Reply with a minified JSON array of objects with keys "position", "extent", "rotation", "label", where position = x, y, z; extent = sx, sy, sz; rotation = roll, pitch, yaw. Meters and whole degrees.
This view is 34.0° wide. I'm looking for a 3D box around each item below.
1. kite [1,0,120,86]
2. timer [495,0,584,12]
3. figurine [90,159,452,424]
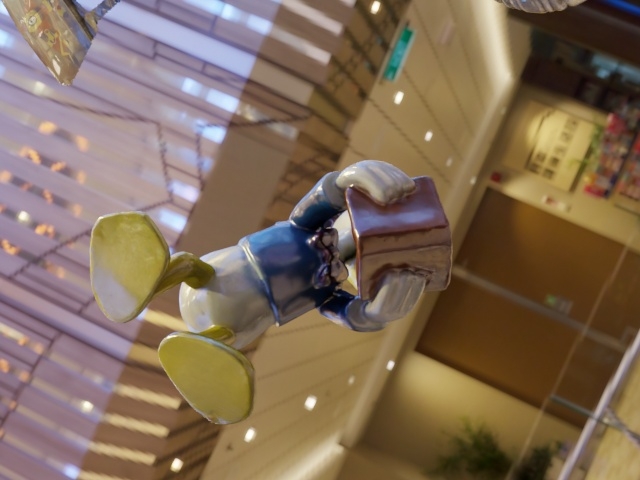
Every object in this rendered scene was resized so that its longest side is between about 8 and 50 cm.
[{"position":[-0.232,-0.224,0.943],"extent":[0.015,0.141,0.245],"rotation":[-45,17,-33],"label":"kite"},{"position":[0.113,-0.244,0.575],"extent":[0.291,0.290,0.315],"rotation":[-64,-25,-11],"label":"timer"},{"position":[0.000,0.000,0.978],"extent":[0.283,0.205,0.338],"rotation":[-23,4,28],"label":"figurine"}]
